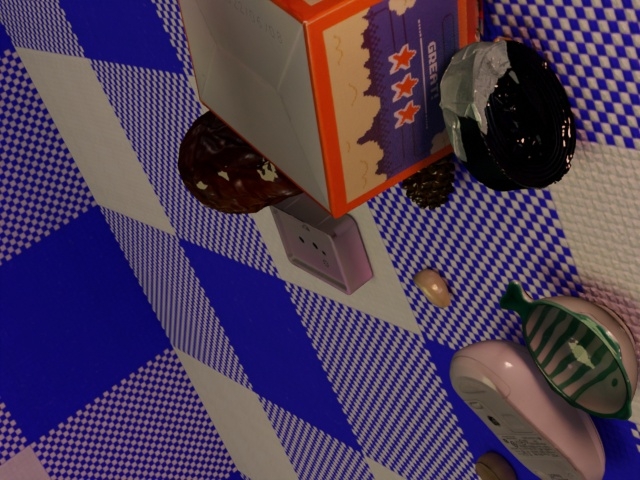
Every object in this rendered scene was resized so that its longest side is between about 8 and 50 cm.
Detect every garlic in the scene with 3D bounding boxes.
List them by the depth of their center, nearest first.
[{"bbox_3d":[0.184,0.075,2.088,0.083,0.041,0.053,41,168,48],"label":"garlic"}]

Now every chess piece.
[{"bbox_3d":[0.325,0.431,2.305,0.084,0.038,0.083,41,155,25],"label":"chess piece"}]

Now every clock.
[{"bbox_3d":[0.000,0.000,2.312,0.197,0.063,0.150,27,145,48],"label":"clock"}]

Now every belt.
[{"bbox_3d":[0.226,-0.153,1.528,0.078,0.151,0.198,-1,120,58],"label":"belt"}]

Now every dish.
[{"bbox_3d":[0.369,0.138,1.752,0.246,0.078,0.224,47,156,17],"label":"dish"}]

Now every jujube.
[{"bbox_3d":[-0.105,-0.145,2.146,0.342,0.216,0.216,-4,119,58],"label":"jujube"}]

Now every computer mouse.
[{"bbox_3d":[0.332,0.259,1.948,0.297,0.121,0.184,43,157,-6],"label":"computer mouse"}]

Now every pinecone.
[{"bbox_3d":[0.154,-0.099,1.822,0.109,0.102,0.102,58,157,-12],"label":"pinecone"}]

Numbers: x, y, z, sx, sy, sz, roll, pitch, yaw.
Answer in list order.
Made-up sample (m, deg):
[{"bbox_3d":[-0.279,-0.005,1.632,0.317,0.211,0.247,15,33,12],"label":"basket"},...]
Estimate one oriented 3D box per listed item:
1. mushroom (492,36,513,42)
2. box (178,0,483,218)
[{"bbox_3d":[0.210,-0.195,1.681,0.286,0.026,0.028,112,136,-66],"label":"mushroom"},{"bbox_3d":[0.005,-0.278,1.637,0.349,0.257,0.318,41,151,40],"label":"box"}]
